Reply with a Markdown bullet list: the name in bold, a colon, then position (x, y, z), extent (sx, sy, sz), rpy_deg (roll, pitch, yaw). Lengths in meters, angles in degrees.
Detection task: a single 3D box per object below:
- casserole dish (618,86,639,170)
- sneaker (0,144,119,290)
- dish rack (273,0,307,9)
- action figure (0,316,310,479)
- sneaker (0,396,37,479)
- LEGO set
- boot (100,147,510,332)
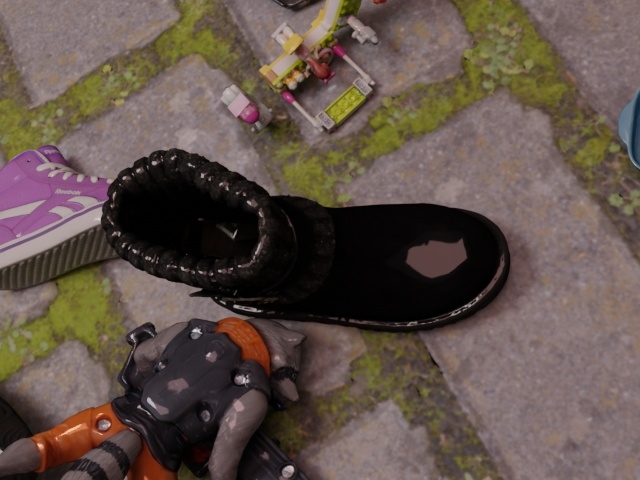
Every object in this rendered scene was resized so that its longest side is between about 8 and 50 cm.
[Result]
- **casserole dish**: position (0.400, -0.105, 0.837), extent (0.188, 0.037, 0.114), rpy_deg (7, 74, 17)
- **sneaker**: position (-0.277, -0.058, 0.964), extent (0.282, 0.102, 0.161), rpy_deg (-16, 66, 9)
- **dish rack**: position (-0.067, -0.423, 1.043), extent (0.271, 0.074, 0.208), rpy_deg (40, 86, 22)
- **action figure**: position (-0.115, 0.204, 0.777), extent (0.341, 0.178, 0.330), rpy_deg (34, 57, 17)
- **sneaker**: position (-0.505, 0.260, 0.889), extent (0.447, 0.169, 0.257), rpy_deg (15, 112, 13)
- **LEGO set**: position (0.023, -0.225, 0.923), extent (0.107, 0.132, 0.287), rpy_deg (47, 110, 17)
- **boot**: position (-0.001, 0.004, 0.783), extent (0.348, 0.260, 0.131), rpy_deg (-6, 71, 13)
